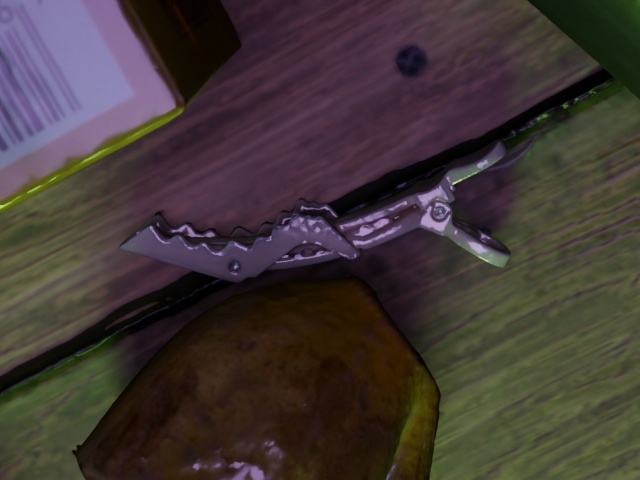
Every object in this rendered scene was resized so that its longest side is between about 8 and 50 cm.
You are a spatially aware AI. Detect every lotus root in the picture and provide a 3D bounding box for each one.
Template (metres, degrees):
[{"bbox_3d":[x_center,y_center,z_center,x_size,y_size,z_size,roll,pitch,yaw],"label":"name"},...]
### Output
[{"bbox_3d":[-0.008,0.119,0.911,0.180,0.188,0.199,-43,96,-1],"label":"lotus root"}]

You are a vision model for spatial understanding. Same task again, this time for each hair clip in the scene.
[{"bbox_3d":[0.000,0.000,0.950,0.226,0.034,0.072,-12,104,8],"label":"hair clip"}]

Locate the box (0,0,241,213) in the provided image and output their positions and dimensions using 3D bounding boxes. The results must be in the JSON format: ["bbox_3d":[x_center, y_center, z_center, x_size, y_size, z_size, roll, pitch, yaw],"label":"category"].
[{"bbox_3d":[-0.253,-0.033,0.844,0.415,0.264,0.116,-28,101,8],"label":"box"}]

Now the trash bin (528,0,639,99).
[{"bbox_3d":[0.170,-0.189,0.806,0.301,0.203,0.252,41,61,-7],"label":"trash bin"}]
